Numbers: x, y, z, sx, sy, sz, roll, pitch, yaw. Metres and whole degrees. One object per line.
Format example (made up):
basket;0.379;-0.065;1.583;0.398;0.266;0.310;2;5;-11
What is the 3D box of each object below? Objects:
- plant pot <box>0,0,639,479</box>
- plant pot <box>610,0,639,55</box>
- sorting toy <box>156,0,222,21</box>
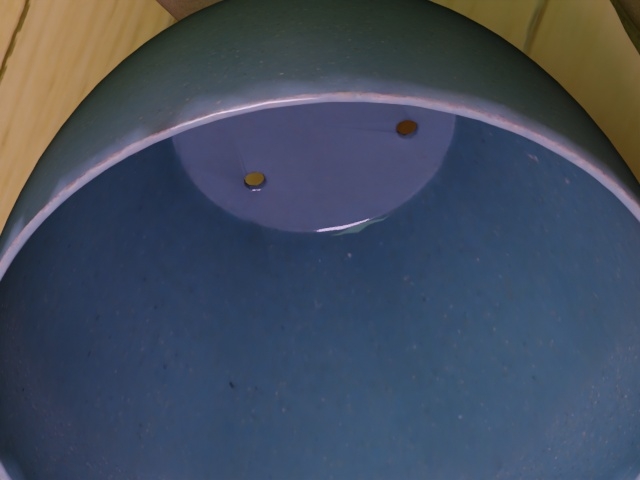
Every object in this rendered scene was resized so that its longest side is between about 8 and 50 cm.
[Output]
plant pot;0.000;0.000;0.799;0.290;0.290;0.195;-32;35;20
plant pot;0.215;-0.205;0.642;0.366;0.353;0.366;-4;82;26
sorting toy;-0.055;-0.239;0.884;0.307;0.041;0.229;42;107;-5
